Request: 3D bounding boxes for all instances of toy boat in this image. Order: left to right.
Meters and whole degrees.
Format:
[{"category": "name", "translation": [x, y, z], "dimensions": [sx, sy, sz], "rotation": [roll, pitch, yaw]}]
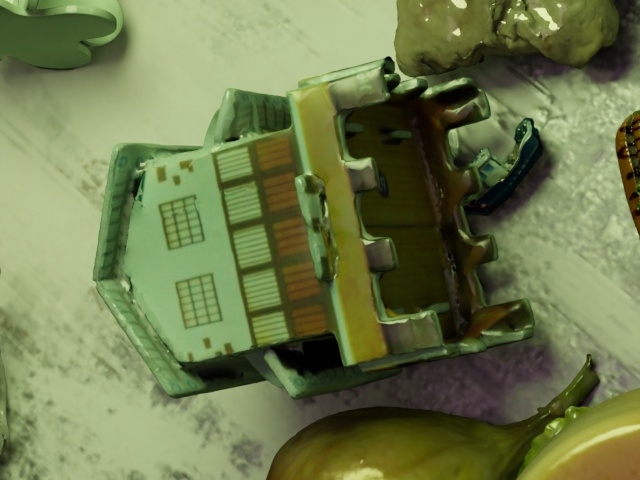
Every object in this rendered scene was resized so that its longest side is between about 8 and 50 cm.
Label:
[{"category": "toy boat", "translation": [0.121, -0.050, 1.109], "dimensions": [0.038, 0.038, 0.083], "rotation": [43, 110, 20]}]

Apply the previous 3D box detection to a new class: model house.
[{"category": "model house", "translation": [0.000, 0.000, 1.051], "dimensions": [0.215, 0.224, 0.198], "rotation": [-12, 87, 25]}]

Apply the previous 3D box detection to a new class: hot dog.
[{"category": "hot dog", "translation": [0.226, -0.033, 1.066], "dimensions": [0.049, 0.037, 0.122], "rotation": [-19, 77, 24]}]

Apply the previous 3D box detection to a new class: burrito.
[{"category": "burrito", "translation": [0.135, -0.278, 1.090], "dimensions": [0.175, 0.107, 0.347], "rotation": [9, 92, 10]}]

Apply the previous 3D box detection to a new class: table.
[{"category": "table", "translation": [-0.226, -0.248, 1.215], "dimensions": [0.167, 0.166, 0.198], "rotation": [-5, 77, 23]}]

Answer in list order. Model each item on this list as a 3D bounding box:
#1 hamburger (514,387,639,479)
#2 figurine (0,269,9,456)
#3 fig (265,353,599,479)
[{"category": "hamburger", "translation": [0.228, 0.223, 0.970], "dimensions": [0.300, 0.176, 0.300], "rotation": [-2, 85, 22]}, {"category": "figurine", "translation": [-0.324, 0.170, 1.172], "dimensions": [0.206, 0.315, 0.284], "rotation": [-12, 109, 8]}, {"category": "fig", "translation": [0.082, 0.156, 1.075], "dimensions": [0.257, 0.159, 0.159], "rotation": [-35, 73, -6]}]
